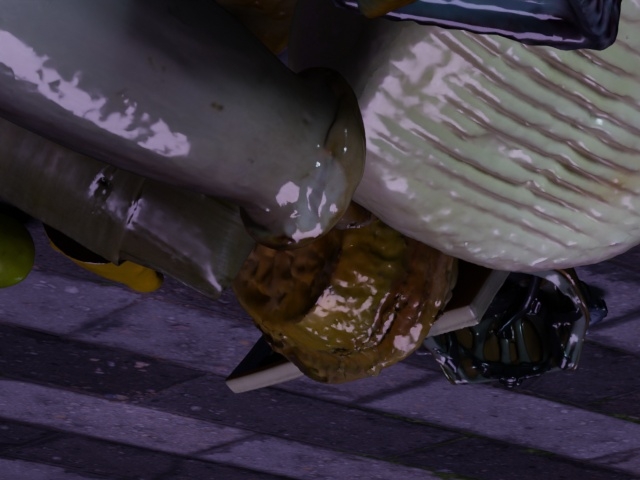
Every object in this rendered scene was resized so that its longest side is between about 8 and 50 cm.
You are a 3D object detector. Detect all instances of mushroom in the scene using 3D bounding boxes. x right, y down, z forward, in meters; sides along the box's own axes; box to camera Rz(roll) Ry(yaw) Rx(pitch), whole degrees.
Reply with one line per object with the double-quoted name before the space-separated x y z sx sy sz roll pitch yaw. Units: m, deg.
"mushroom" -0.151 -0.125 1.049 0.407 0.137 0.154 31 152 -31

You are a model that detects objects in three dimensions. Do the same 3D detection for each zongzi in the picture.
"zongzi" -0.245 -0.146 1.452 0.447 0.181 0.418 32 -171 -10

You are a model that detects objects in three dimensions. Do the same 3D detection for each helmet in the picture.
"helmet" 0.202 0.059 1.886 0.198 0.130 0.224 -11 132 8

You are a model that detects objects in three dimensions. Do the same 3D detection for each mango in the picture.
"mango" -0.407 0.003 1.915 0.163 0.089 0.117 15 167 4

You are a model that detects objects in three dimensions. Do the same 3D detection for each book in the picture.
"book" 0.084 0.033 1.713 0.374 0.262 0.028 -22 113 47

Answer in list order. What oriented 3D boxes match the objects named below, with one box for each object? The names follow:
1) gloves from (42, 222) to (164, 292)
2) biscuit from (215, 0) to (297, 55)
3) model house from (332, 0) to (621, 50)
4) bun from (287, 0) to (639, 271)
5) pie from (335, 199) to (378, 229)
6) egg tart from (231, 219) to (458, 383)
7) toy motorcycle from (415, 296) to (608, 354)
"gloves" -0.238 -0.003 1.877 0.133 0.116 0.294 31 169 4
"biscuit" -0.089 -0.199 1.386 0.174 0.039 0.183 10 157 -20
"model house" 0.112 -0.243 0.896 0.249 0.280 0.230 20 156 -24
"bun" 0.154 -0.150 1.238 0.361 0.213 0.361 -6 134 -6
"pie" 0.031 -0.099 1.398 0.046 0.195 0.195 3 161 28
"egg tart" 0.000 0.000 1.565 0.118 0.288 0.288 2 165 -42
"toy motorcycle" 0.216 0.122 2.086 0.239 0.108 0.204 10 158 -17
